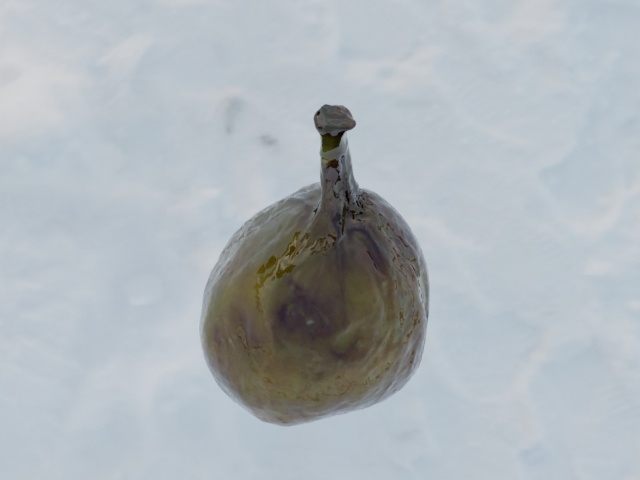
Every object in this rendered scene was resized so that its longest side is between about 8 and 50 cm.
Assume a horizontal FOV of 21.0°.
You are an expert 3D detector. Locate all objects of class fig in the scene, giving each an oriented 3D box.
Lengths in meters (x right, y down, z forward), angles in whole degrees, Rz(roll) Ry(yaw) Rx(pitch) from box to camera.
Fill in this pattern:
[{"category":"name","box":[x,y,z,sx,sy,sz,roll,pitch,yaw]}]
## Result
[{"category":"fig","box":[0.013,0.029,1.294,0.190,0.290,0.191,7,66,-17]}]
